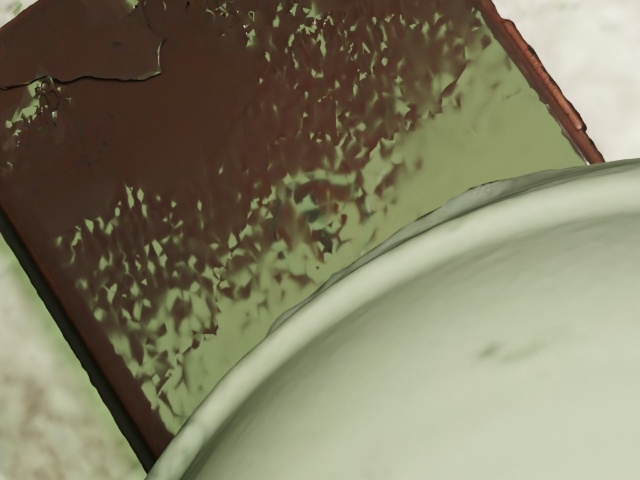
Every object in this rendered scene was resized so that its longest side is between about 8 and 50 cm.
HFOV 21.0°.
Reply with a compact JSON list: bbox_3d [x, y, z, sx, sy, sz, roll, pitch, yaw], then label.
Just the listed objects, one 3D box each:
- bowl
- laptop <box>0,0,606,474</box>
[{"bbox_3d":[0.080,0.132,0.353,0.307,0.163,0.307,0,91,11],"label":"bowl"},{"bbox_3d":[0.000,0.000,0.472,0.154,0.026,0.207,-35,77,9],"label":"laptop"}]
